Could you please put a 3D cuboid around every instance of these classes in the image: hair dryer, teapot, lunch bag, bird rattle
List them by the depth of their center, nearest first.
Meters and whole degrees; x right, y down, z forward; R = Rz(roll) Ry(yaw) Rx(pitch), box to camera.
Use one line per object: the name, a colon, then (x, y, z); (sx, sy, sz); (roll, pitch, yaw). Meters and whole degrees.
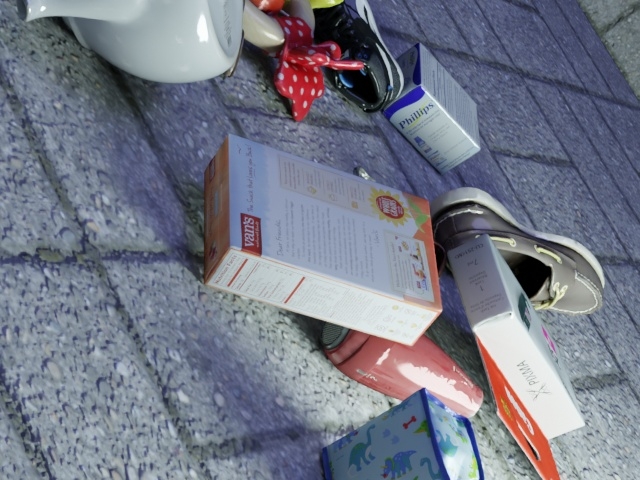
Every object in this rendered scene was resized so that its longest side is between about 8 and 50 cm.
lunch bag: (0.082, 0.234, 1.484); (0.096, 0.129, 0.151); (37, 28, -35)
teapot: (-0.186, -0.270, 1.602); (0.256, 0.187, 0.252); (67, 21, -63)
hair dryer: (0.078, 0.062, 1.704); (0.223, 0.080, 0.293); (-27, 85, -43)
bird rattle: (-0.063, -0.276, 1.974); (0.207, 0.143, 0.253); (28, 46, -26)

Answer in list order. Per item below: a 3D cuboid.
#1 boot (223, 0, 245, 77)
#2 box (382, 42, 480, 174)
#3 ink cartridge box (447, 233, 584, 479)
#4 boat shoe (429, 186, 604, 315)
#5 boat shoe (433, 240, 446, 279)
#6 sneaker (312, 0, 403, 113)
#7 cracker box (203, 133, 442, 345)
boot: (-0.131, -0.251, 1.849); (0.087, 0.042, 0.118); (18, 62, -29)
box: (0.154, -0.185, 2.273); (0.137, 0.072, 0.126); (45, 25, -24)
ink cartridge box: (0.246, 0.161, 1.913); (0.275, 0.060, 0.239); (53, 16, -46)
boat shoe: (0.268, 0.039, 2.143); (0.324, 0.116, 0.096); (30, 38, -38)
boat shoe: (0.087, 0.043, 1.832); (0.073, 0.073, 0.207); (57, 24, -4)
sneaker: (0.032, -0.268, 2.137); (0.217, 0.079, 0.121); (54, 21, -6)
cracker box: (0.000, 0.000, 1.609); (0.232, 0.067, 0.155); (18, 43, -21)
